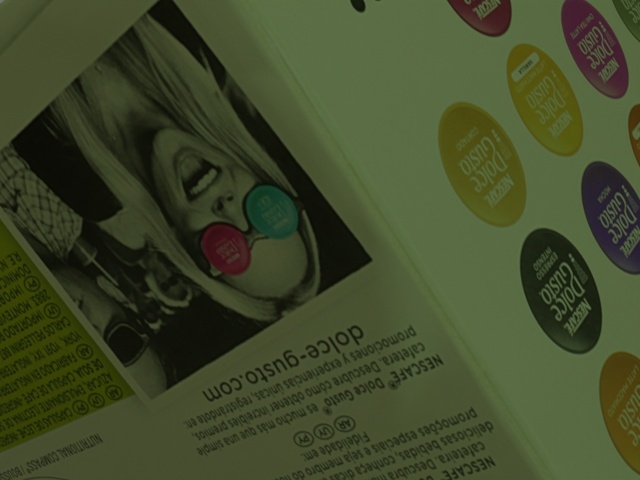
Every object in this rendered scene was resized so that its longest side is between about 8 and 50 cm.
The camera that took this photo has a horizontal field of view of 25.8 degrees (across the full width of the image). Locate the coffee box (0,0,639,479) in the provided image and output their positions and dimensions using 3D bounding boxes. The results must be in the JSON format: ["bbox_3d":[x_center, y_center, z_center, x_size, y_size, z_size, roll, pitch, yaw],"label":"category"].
[{"bbox_3d":[0.000,0.000,0.704,0.334,0.338,0.337,57,39,-8],"label":"coffee box"}]
